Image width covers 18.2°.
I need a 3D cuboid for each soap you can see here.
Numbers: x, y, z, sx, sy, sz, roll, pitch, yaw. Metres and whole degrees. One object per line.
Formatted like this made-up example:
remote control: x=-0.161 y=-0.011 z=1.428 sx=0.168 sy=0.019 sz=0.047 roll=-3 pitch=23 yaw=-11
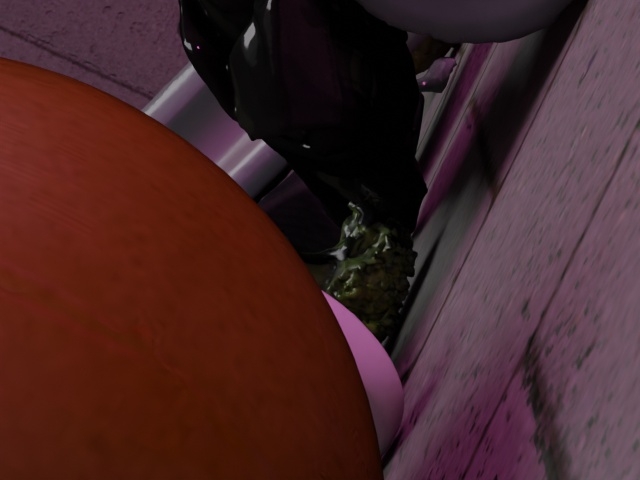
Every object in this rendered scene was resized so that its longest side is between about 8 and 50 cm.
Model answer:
soap: x=-0.037 y=-0.083 z=1.212 sx=0.265 sy=0.087 sz=0.160 roll=-44 pitch=1 yaw=14

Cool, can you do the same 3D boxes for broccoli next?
broccoli: x=-0.007 y=0.027 z=0.903 sx=0.097 sy=0.092 sz=0.095 roll=-32 pitch=19 yaw=33

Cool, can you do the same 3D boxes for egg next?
egg: x=-0.109 y=0.087 z=0.548 sx=0.322 sy=0.250 sz=0.250 roll=103 pitch=-170 yaw=-63

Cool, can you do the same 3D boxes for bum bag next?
bum bag: x=-0.003 y=-0.087 z=0.923 sx=0.340 sy=0.095 sz=0.144 roll=37 pitch=-147 yaw=-77

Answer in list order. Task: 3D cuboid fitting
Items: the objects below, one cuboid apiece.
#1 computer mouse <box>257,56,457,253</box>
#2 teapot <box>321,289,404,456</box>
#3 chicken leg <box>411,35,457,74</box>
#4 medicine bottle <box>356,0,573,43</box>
computer mouse: x=0.000 y=0.000 z=1.200 sx=0.379 sy=0.090 sz=0.167 roll=-46 pitch=3 yaw=-38
teapot: x=-0.087 y=0.060 z=0.795 sx=0.139 sy=0.298 sz=0.204 roll=61 pitch=-139 yaw=-32
chicken leg: x=0.097 y=-0.198 z=1.397 sx=0.198 sy=0.069 sz=0.085 roll=-58 pitch=-19 yaw=18
medicine bottle: x=0.062 y=-0.166 z=0.824 sx=0.168 sy=0.135 sz=0.135 roll=-69 pitch=4 yaw=-67
